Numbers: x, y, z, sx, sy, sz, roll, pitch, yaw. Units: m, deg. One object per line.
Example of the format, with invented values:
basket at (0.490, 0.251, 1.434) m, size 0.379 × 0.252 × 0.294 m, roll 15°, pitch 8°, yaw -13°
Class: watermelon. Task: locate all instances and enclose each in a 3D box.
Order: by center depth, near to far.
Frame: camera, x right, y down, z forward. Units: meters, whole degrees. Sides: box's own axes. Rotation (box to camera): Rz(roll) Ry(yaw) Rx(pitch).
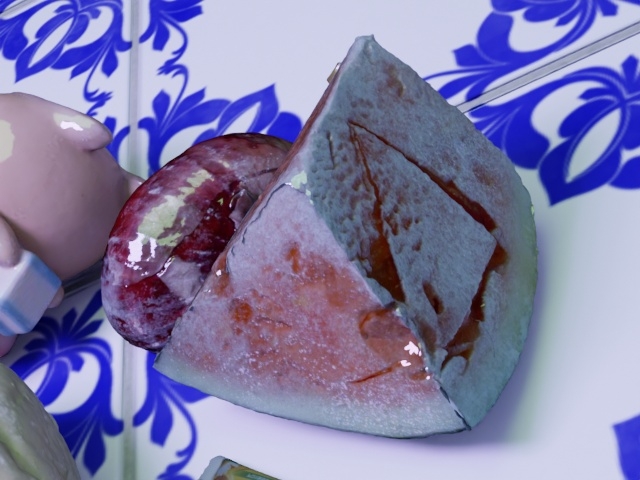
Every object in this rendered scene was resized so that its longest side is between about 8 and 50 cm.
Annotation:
watermelon at (0.000, 0.000, 1.060) m, size 0.262 × 0.201 × 0.213 m, roll 0°, pitch 46°, yaw 31°

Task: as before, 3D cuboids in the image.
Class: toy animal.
toy animal at (-0.290, 0.011, 1.302) m, size 0.213 × 0.195 × 0.256 m, roll 19°, pitch 61°, yaw 38°

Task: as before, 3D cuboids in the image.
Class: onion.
onion at (-0.103, -0.015, 1.241) m, size 0.151 × 0.098 × 0.206 m, roll 17°, pitch 63°, yaw 44°

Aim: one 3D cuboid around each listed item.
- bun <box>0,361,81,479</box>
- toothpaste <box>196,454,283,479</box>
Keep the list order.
bun at (-0.313, 0.216, 1.061) m, size 0.349 × 0.227 × 0.352 m, roll 6°, pitch 53°, yaw 43°
toothpaste at (-0.014, 0.179, 1.029) m, size 0.204 × 0.031 × 0.049 m, roll 8°, pitch 56°, yaw 45°
